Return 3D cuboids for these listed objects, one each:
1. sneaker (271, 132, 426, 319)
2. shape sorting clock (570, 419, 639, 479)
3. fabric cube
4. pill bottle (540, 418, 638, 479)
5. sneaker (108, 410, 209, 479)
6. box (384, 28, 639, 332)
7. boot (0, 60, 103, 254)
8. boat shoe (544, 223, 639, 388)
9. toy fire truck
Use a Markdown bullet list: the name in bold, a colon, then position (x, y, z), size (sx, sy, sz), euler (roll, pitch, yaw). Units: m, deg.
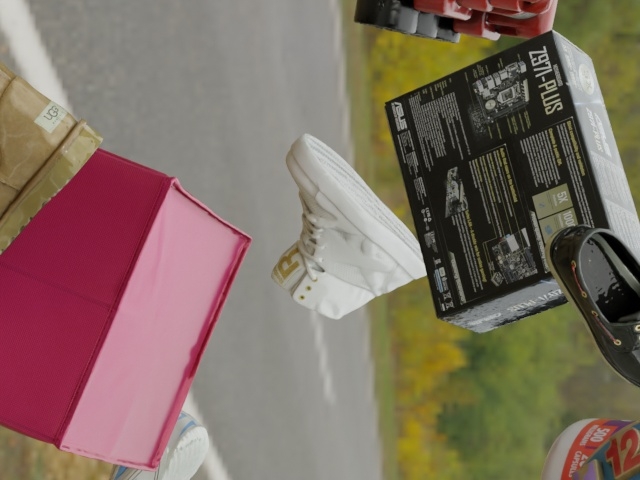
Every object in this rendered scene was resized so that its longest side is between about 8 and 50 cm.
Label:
- **sneaker**: position (0.000, 0.000, 2.108), size (0.292, 0.169, 0.108), euler (46, 17, -44)
- **shape sorting clock**: position (0.217, 0.210, 1.155), size (0.206, 0.040, 0.206), euler (-41, -148, 33)
- **fabric cube**: position (-0.253, 0.041, 1.589), size (0.259, 0.258, 0.254), euler (-68, 162, -7)
- **pill bottle**: position (0.392, 0.274, 1.726), size (0.181, 0.323, 0.181), euler (2, 87, -54)
- **sneaker**: position (-0.207, 0.289, 1.884), size (0.237, 0.086, 0.085), euler (-59, 143, -3)
- **box**: position (0.144, -0.041, 1.281), size (0.077, 0.147, 0.180), euler (20, 52, -58)
- **boot**: position (-0.331, -0.107, 1.376), size (0.236, 0.269, 0.089), euler (-43, -169, 33)
- **boat shoe**: position (0.190, 0.046, 1.063), size (0.133, 0.049, 0.042), euler (52, -16, -13)
- **toy fire truck**: position (0.180, -0.240, 1.499), size (0.217, 0.246, 0.158), euler (-7, 109, -71)
